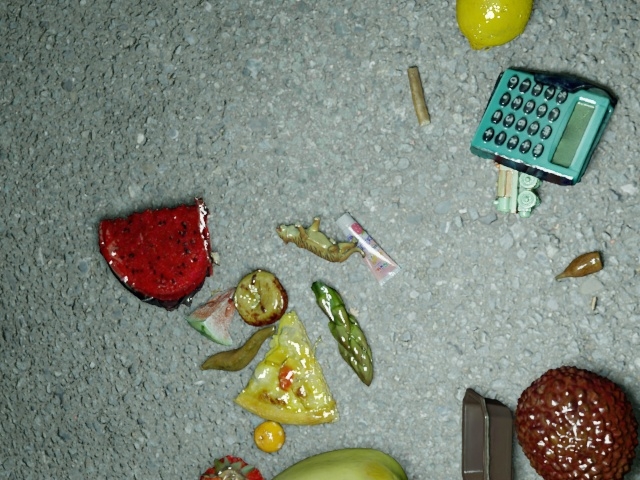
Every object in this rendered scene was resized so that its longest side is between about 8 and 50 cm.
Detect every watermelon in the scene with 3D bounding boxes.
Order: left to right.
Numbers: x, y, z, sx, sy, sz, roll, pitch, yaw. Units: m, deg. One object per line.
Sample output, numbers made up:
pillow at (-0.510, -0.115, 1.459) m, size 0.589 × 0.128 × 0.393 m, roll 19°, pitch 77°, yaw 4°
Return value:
watermelon at (-0.282, 0.185, 2.055) m, size 0.098 × 0.121 × 0.158 m, roll 16°, pitch 91°, yaw 39°

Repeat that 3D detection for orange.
orange at (-0.129, 0.500, 2.025) m, size 0.083 × 0.070 × 0.083 m, roll 0°, pitch 89°, yaw 22°

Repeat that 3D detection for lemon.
lemon at (0.391, -0.529, 1.801) m, size 0.173 × 0.173 × 0.206 m, roll 21°, pitch 112°, yaw 16°

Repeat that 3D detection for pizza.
pizza at (-0.092, 0.322, 2.009) m, size 0.279 × 0.075 × 0.288 m, roll -2°, pitch 90°, yaw 17°

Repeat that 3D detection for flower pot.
flower pot at (0.388, 0.471, 1.824) m, size 0.084 × 0.179 × 0.251 m, roll 0°, pitch 91°, yaw -7°

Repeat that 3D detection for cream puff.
cream puff at (-0.147, 0.147, 2.021) m, size 0.149 × 0.084 × 0.149 m, roll -2°, pitch 84°, yaw 21°

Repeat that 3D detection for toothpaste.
toothpaste at (0.112, 0.018, 1.963) m, size 0.067 × 0.043 × 0.194 m, roll -42°, pitch 84°, yaw 17°

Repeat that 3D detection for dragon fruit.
dragon fruit at (-0.413, 0.047, 2.096) m, size 0.343 × 0.100 × 0.282 m, roll -7°, pitch 90°, yaw 21°

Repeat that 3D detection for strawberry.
strawberry at (-0.219, 0.651, 2.047) m, size 0.190 × 0.111 × 0.237 m, roll 10°, pitch 117°, yaw 7°

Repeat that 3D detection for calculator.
calculator at (0.493, -0.266, 1.785) m, size 0.274 × 0.058 × 0.248 m, roll 22°, pitch 72°, yaw 18°

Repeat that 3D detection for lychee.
lychee at (0.553, 0.401, 1.721) m, size 0.264 × 0.300 × 0.264 m, roll 2°, pitch 133°, yaw 3°

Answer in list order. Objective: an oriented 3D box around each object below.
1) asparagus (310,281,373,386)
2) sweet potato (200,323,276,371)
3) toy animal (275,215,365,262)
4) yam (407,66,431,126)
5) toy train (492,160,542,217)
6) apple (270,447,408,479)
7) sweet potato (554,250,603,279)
asparagus at (0.065, 0.226, 1.961) m, size 0.080 × 0.080 × 0.287 m, roll -27°, pitch 79°, yaw 16°
sweet potato at (-0.199, 0.291, 2.042) m, size 0.249 × 0.059 × 0.069 m, roll -31°, pitch 84°, yaw 25°
toy animal at (0.000, 0.000, 1.978) m, size 0.241 × 0.057 × 0.099 m, roll 25°, pitch 142°, yaw 10°
yam at (0.237, -0.348, 1.924) m, size 0.032 × 0.032 × 0.145 m, roll -13°, pitch 85°, yaw 17°
toy train at (0.450, -0.141, 1.838) m, size 0.118 × 0.074 × 0.176 m, roll 5°, pitch 93°, yaw 25°
apple at (0.046, 0.704, 1.787) m, size 0.473 × 0.473 × 0.474 m, roll 0°, pitch 90°, yaw 18°
sweet potato at (0.587, 0.064, 1.811) m, size 0.117 × 0.049 × 0.049 m, roll -28°, pitch 82°, yaw 27°
